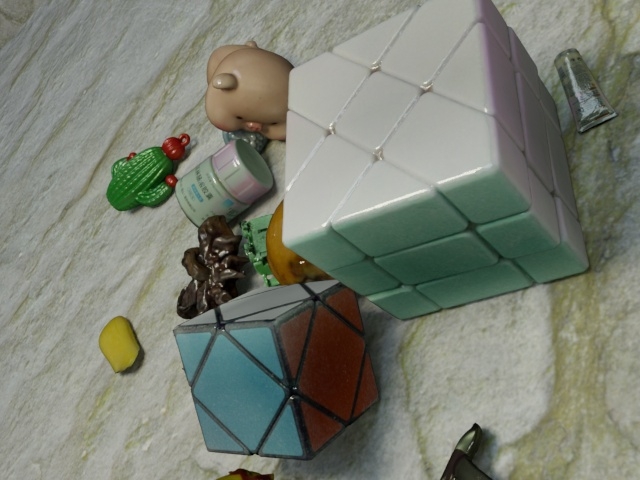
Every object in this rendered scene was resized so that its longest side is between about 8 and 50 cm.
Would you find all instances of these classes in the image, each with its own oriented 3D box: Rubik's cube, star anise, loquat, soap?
[{"bbox_3d":[-0.061,0.186,1.071,0.204,0.207,0.205,-8,100,37],"label":"Rubik's cube"},{"bbox_3d":[-0.221,0.070,1.386,0.214,0.099,0.220,-55,42,19],"label":"star anise"},{"bbox_3d":[0.160,-0.107,1.029,0.321,0.316,0.319,-20,55,32],"label":"Rubik's cube"},{"bbox_3d":[0.000,0.000,1.209,0.187,0.176,0.234,-30,45,45],"label":"loquat"},{"bbox_3d":[-0.430,0.229,1.527,0.089,0.033,0.168,-50,45,8],"label":"soap"}]

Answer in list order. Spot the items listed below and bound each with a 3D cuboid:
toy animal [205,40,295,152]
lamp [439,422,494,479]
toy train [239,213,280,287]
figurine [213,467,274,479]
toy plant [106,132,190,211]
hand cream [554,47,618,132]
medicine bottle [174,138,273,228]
[{"bbox_3d":[-0.138,-0.318,1.488,0.229,0.209,0.221,122,146,-55],"label":"toy animal"},{"bbox_3d":[0.215,0.367,0.851,0.283,0.124,0.203,28,95,48],"label":"lamp"},{"bbox_3d":[-0.093,0.014,1.339,0.099,0.081,0.149,-17,38,-4],"label":"toy train"},{"bbox_3d":[-0.062,0.456,1.002,0.327,0.218,0.169,44,137,38],"label":"figurine"},{"bbox_3d":[-0.406,-0.153,1.696,0.240,0.088,0.155,-15,68,21],"label":"toy plant"},{"bbox_3d":[0.404,-0.234,1.101,0.061,0.039,0.143,-23,62,20],"label":"hand cream"},{"bbox_3d":[-0.196,-0.112,1.460,0.168,0.135,0.135,-33,49,18],"label":"medicine bottle"}]
